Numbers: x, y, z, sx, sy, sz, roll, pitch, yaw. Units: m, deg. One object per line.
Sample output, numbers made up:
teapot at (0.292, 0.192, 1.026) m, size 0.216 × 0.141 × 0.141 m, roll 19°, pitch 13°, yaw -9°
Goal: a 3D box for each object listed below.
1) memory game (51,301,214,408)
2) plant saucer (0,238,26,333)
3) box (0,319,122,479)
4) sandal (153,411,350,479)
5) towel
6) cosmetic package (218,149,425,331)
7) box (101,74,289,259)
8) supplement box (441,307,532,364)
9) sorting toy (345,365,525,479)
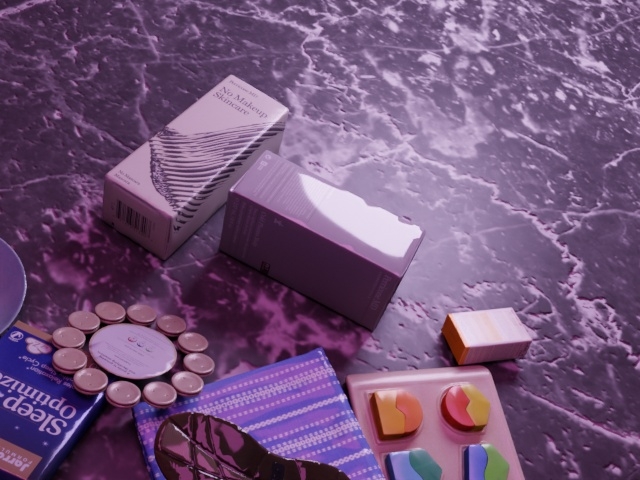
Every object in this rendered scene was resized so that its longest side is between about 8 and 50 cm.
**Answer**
memory game at (-0.211, 0.128, 0.990) m, size 0.186 × 0.012 × 0.186 m, roll 14°, pitch 28°, yaw -8°
plant saucer at (-0.439, 0.063, 0.999) m, size 0.195 × 0.037 × 0.195 m, roll 9°, pitch 50°, yaw -10°
box at (-0.315, 0.181, 0.902) m, size 0.136 × 0.036 × 0.225 m, roll 24°, pitch 34°, yaw 3°
sandal at (-0.069, 0.245, 0.896) m, size 0.219 × 0.060 × 0.090 m, roll 19°, pitch 54°, yaw -14°
towel at (-0.040, 0.282, 0.920) m, size 0.243 × 0.040 × 0.336 m, roll -15°, pitch 57°, yaw -20°
cosmetic package at (0.000, 0.000, 1.125) m, size 0.238 × 0.127 × 0.107 m, roll 28°, pitch 49°, yaw 10°
box at (-0.164, -0.105, 1.182) m, size 0.113 × 0.094 × 0.275 m, roll 31°, pitch 50°, yaw 10°
supplement box at (0.216, 0.124, 1.139) m, size 0.099 × 0.036 × 0.062 m, roll -3°, pitch 42°, yaw -19°
sorting toy at (0.141, 0.236, 1.027) m, size 0.193 × 0.038 × 0.208 m, roll -1°, pitch 52°, yaw -17°
